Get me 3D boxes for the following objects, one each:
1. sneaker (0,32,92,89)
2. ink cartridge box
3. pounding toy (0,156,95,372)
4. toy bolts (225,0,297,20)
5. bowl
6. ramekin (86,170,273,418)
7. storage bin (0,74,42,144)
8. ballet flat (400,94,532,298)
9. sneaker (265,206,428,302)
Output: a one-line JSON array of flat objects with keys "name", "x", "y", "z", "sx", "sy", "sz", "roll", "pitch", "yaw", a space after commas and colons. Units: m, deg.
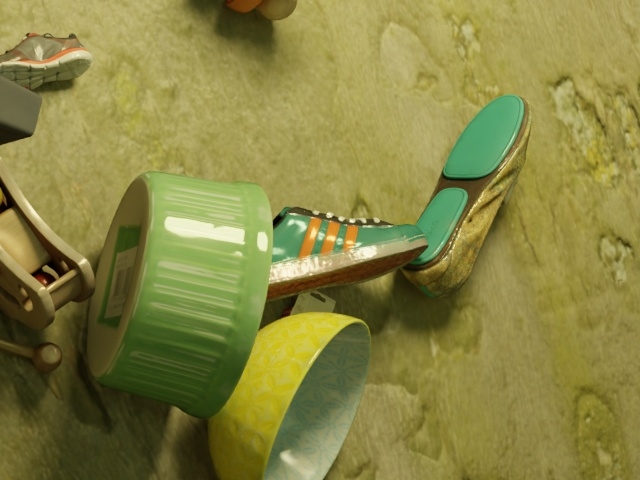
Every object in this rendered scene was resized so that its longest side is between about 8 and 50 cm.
[{"name": "sneaker", "x": -0.378, "y": -0.235, "z": 1.894, "sx": 0.158, "sy": 0.061, "sz": 0.065, "roll": -12, "pitch": 61, "yaw": -32}, {"name": "ink cartridge box", "x": -0.026, "y": 0.124, "z": 2.044, "sx": 0.063, "sy": 0.029, "sz": 0.115, "roll": 30, "pitch": 67, "yaw": -22}, {"name": "pounding toy", "x": -0.384, "y": 0.045, "z": 1.777, "sx": 0.155, "sy": 0.154, "sz": 0.269, "roll": -36, "pitch": 100, "yaw": -29}, {"name": "toy bolts", "x": -0.045, "y": -0.429, "z": 2.012, "sx": 0.158, "sy": 0.228, "sz": 0.218, "roll": 35, "pitch": 61, "yaw": -21}, {"name": "bowl", "x": -0.068, "y": 0.209, "z": 1.915, "sx": 0.156, "sy": 0.289, "sz": 0.289, "roll": 23, "pitch": 64, "yaw": 21}, {"name": "ramekin", "x": -0.183, "y": 0.059, "z": 1.815, "sx": 0.148, "sy": 0.303, "sz": 0.303, "roll": 14, "pitch": 75, "yaw": -20}, {"name": "storage bin", "x": -0.412, "y": -0.168, "z": 1.817, "sx": 0.091, "sy": 0.135, "sz": 0.098, "roll": 22, "pitch": 71, "yaw": -37}, {"name": "ballet flat", "x": 0.228, "y": -0.060, "z": 2.183, "sx": 0.123, "sy": 0.123, "sz": 0.348, "roll": 40, "pitch": 64, "yaw": -19}, {"name": "sneaker", "x": 0.000, "y": 0.000, "z": 2.015, "sx": 0.302, "sy": 0.108, "sz": 0.121, "roll": -11, "pitch": 71, "yaw": -19}]
